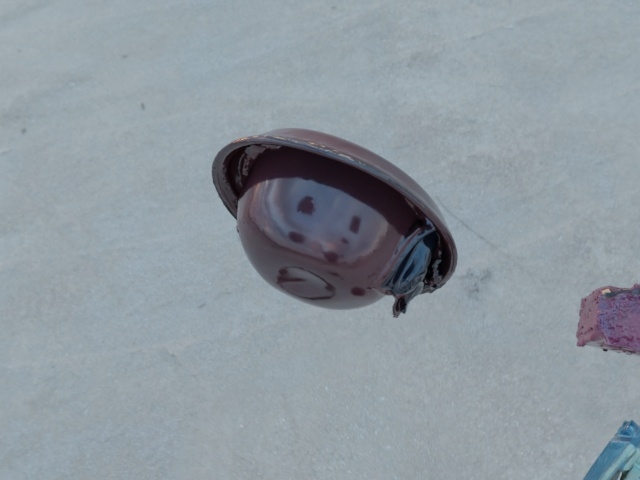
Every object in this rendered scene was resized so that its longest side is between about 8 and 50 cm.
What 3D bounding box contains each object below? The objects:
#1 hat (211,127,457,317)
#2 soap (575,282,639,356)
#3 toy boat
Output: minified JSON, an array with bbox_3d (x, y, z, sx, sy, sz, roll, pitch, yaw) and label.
[{"bbox_3d":[0.000,0.000,0.412,0.205,0.205,0.089,18,62,21],"label":"hat"},{"bbox_3d":[0.608,0.149,0.894,0.288,0.182,0.112,8,78,11],"label":"soap"},{"bbox_3d":[0.544,0.422,0.950,0.088,0.215,0.102,-17,42,-39],"label":"toy boat"}]
